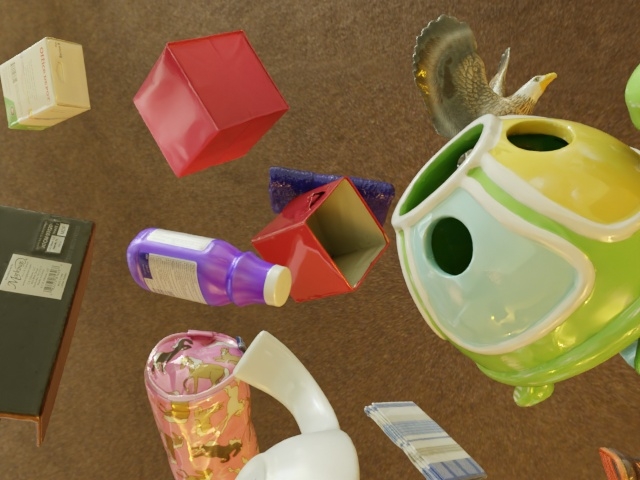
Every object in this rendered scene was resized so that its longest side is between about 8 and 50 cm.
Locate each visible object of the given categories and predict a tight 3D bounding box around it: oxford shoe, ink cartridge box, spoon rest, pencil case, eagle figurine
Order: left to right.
[{"bbox_3d":[-0.638,-0.355,1.349,0.213,0.093,0.154,-10,89,37],"label":"ink cartridge box"},{"bbox_3d":[-0.166,0.328,0.940,0.160,0.167,0.385,24,130,42],"label":"pencil case"},{"bbox_3d":[-0.023,0.166,0.433,0.084,0.276,0.137,31,104,-15],"label":"spoon rest"},{"bbox_3d":[0.294,-0.224,1.001,0.225,0.226,0.298,-22,51,-8],"label":"eagle figurine"},{"bbox_3d":[0.654,0.481,1.230,0.098,0.271,0.096,-19,63,18],"label":"oxford shoe"}]

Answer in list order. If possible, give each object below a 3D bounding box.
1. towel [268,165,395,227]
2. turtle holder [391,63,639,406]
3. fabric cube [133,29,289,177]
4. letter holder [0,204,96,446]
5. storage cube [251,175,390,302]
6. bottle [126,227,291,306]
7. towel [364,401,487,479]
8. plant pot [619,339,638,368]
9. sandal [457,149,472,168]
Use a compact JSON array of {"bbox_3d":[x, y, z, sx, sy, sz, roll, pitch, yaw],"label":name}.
[{"bbox_3d":[0.024,-0.098,1.464,0.309,0.227,0.076,8,75,3],"label":"towel"},{"bbox_3d":[0.209,-0.005,0.535,0.227,0.320,0.243,39,69,-7],"label":"turtle holder"},{"bbox_3d":[-0.291,-0.362,1.549,0.258,0.259,0.254,-34,86,48],"label":"fabric cube"},{"bbox_3d":[-0.433,0.137,0.829,0.152,0.214,0.301,11,50,-15],"label":"letter holder"},{"bbox_3d":[0.000,0.000,1.299,0.193,0.183,0.215,-18,114,46],"label":"storage cube"},{"bbox_3d":[-0.190,0.053,1.000,0.283,0.092,0.118,9,132,20],"label":"bottle"},{"bbox_3d":[0.262,0.508,1.474,0.285,0.209,0.034,39,109,43],"label":"towel"},{"bbox_3d":[0.877,0.200,1.396,0.341,0.334,0.340,-9,77,44],"label":"plant pot"},{"bbox_3d":[0.279,-0.094,1.235,0.120,0.086,0.302,24,60,33],"label":"sandal"}]
